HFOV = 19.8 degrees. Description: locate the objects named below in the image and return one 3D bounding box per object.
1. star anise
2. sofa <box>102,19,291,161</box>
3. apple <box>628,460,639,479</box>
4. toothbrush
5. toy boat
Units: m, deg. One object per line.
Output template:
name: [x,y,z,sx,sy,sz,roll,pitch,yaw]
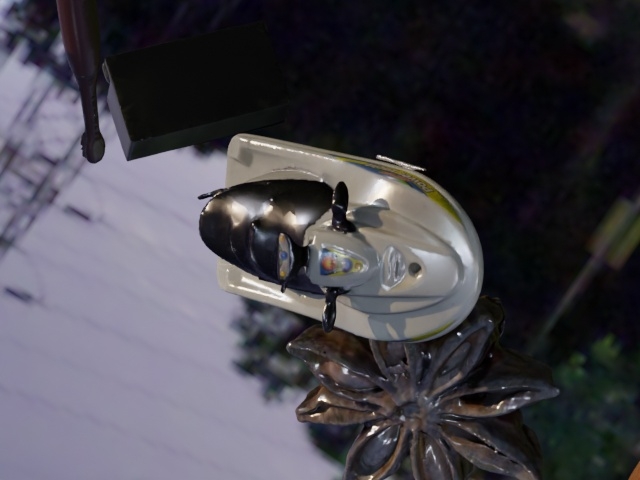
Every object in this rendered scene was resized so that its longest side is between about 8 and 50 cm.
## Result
star anise: [0.090,0.125,1.586,0.236,0.223,0.109,13,-144,10]
sofa: [-0.106,-0.127,1.556,0.060,0.147,0.085,119,134,-72]
apple: [0.270,0.198,1.043,0.207,0.188,0.174,3,167,6]
toothbrush: [-0.238,-0.217,1.807,0.041,0.041,0.364,37,146,33]
toy boat: [0.002,-0.001,1.372,0.140,0.141,0.269,30,175,-33]
